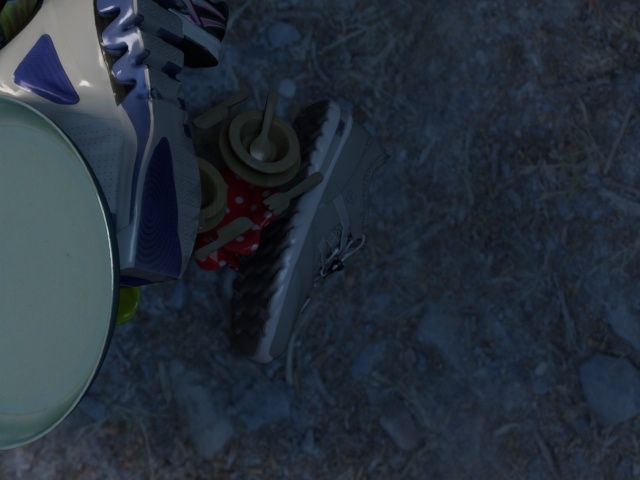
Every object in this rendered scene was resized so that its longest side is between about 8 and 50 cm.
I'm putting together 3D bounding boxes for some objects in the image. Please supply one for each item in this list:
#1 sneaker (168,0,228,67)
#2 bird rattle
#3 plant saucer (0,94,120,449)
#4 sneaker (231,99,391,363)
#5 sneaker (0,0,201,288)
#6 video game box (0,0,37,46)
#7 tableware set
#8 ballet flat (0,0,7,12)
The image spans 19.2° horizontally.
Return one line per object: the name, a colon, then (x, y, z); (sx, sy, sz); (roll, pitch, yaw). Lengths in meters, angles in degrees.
sneaker: (-0.166, -0.247, 1.889); (0.178, 0.072, 0.077); (37, 61, -30)
bird rattle: (-0.170, -0.042, 1.847); (0.253, 0.143, 0.207); (-31, 87, -27)
plant saucer: (-0.289, 0.027, 1.696); (0.043, 0.317, 0.318); (-4, 91, -54)
sneaker: (0.000, 0.000, 1.940); (0.115, 0.105, 0.281); (27, 77, -24)
sneaker: (-0.220, -0.102, 1.755); (0.127, 0.182, 0.316); (28, 55, -64)
video game box: (-0.363, -0.260, 1.789); (0.187, 0.048, 0.205); (-15, 96, -25)
tableware set: (-0.089, -0.073, 1.833); (0.128, 0.039, 0.194); (47, 50, 10)
ballet flat: (-0.321, -0.233, 1.742); (0.077, 0.091, 0.241); (29, 72, -2)
